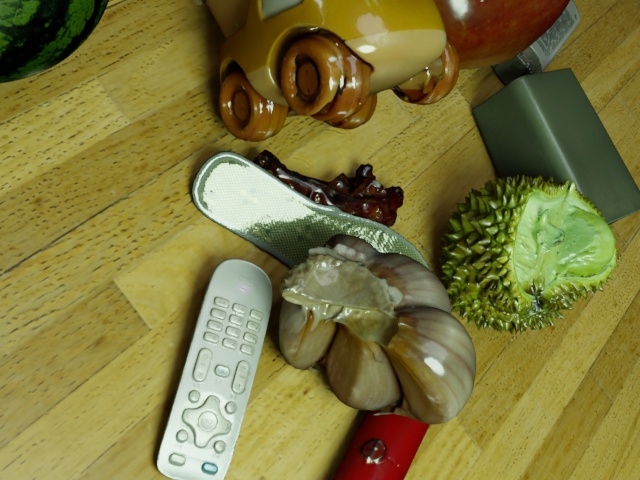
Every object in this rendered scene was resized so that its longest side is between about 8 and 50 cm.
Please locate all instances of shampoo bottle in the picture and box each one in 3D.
[{"bbox_3d":[0.353,-0.332,1.283,0.086,0.056,0.227,45,53,-7],"label":"shampoo bottle"}]

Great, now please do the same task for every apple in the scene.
[{"bbox_3d":[0.196,-0.418,1.151,0.365,0.328,0.295,-47,140,-33],"label":"apple"}]

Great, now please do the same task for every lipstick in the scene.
[{"bbox_3d":[0.060,0.237,0.844,0.073,0.073,0.280,43,53,-13],"label":"lipstick"}]

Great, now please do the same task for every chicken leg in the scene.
[{"bbox_3d":[0.016,-0.055,0.943,0.219,0.048,0.089,3,67,-34],"label":"chicken leg"}]

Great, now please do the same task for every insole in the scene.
[{"bbox_3d":[0.000,0.000,0.904,0.322,0.007,0.109,30,88,-20],"label":"insole"}]

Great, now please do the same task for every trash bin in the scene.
[{"bbox_3d":[0.349,-0.119,1.158,0.164,0.122,0.240,-16,79,-38],"label":"trash bin"}]

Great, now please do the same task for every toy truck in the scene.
[{"bbox_3d":[-0.005,-0.225,0.868,0.204,0.288,0.212,-15,93,-38],"label":"toy truck"}]

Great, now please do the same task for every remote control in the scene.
[{"bbox_3d":[-0.105,0.127,0.792,0.073,0.044,0.229,22,69,-23],"label":"remote control"}]

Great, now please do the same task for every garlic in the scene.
[{"bbox_3d":[0.066,0.087,0.821,0.214,0.191,0.160,17,58,15],"label":"garlic"}]

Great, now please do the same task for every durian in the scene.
[{"bbox_3d":[0.251,0.017,0.998,0.237,0.176,0.200,-17,78,-43],"label":"durian"}]

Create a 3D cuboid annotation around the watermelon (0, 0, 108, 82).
[{"bbox_3d":[-0.306,-0.273,0.676,0.269,0.269,0.269,14,64,-30],"label":"watermelon"}]
